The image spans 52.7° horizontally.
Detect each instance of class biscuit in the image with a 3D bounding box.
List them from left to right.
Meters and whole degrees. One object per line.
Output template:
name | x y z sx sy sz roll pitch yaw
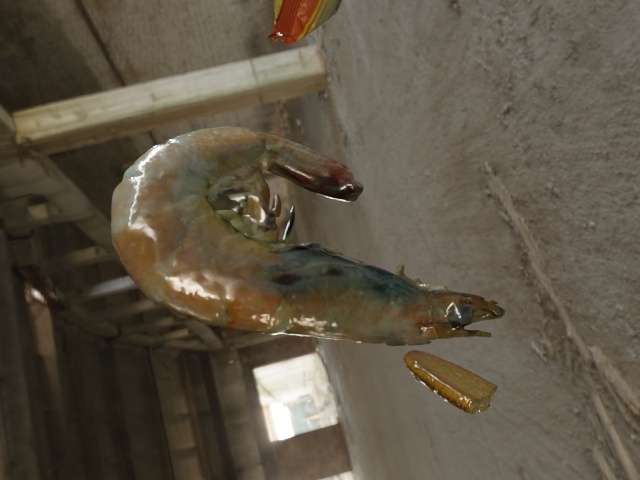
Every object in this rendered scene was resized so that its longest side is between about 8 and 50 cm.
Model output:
biscuit | 0.168 0.183 0.852 0.025 0.126 0.206 -64 -23 3

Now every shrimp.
shrimp | 0.001 -0.001 0.401 0.052 0.251 0.143 131 153 -54

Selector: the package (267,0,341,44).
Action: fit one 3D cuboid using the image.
package | 0.003 -0.382 0.824 0.288 0.108 0.223 -74 2 -52
